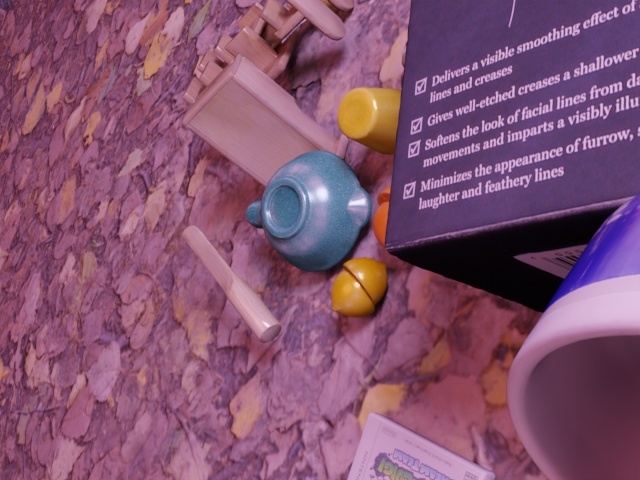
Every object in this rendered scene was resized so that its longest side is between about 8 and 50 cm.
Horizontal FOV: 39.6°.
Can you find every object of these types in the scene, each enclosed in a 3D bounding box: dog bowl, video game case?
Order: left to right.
[{"bbox_3d":[0.074,0.245,0.790,0.157,0.019,0.143,16,87,53],"label":"video game case"},{"bbox_3d":[0.235,0.093,0.441,0.265,0.265,0.104,-2,43,52],"label":"dog bowl"}]

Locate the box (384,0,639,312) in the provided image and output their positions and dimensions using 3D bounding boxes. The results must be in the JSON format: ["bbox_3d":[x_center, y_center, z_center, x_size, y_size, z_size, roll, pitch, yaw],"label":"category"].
[{"bbox_3d":[0.234,-0.168,0.622,0.294,0.212,0.395,-12,65,50],"label":"box"}]

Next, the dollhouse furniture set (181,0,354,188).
[{"bbox_3d":[-0.048,-0.189,1.095,0.212,0.161,0.242,-37,25,36],"label":"dollhouse furniture set"}]

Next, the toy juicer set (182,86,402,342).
[{"bbox_3d":[0.000,0.000,0.963,0.329,0.089,0.209,-36,66,33],"label":"toy juicer set"}]

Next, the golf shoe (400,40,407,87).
[{"bbox_3d":[0.148,-0.214,0.875,0.186,0.067,0.086,-22,56,46],"label":"golf shoe"}]
